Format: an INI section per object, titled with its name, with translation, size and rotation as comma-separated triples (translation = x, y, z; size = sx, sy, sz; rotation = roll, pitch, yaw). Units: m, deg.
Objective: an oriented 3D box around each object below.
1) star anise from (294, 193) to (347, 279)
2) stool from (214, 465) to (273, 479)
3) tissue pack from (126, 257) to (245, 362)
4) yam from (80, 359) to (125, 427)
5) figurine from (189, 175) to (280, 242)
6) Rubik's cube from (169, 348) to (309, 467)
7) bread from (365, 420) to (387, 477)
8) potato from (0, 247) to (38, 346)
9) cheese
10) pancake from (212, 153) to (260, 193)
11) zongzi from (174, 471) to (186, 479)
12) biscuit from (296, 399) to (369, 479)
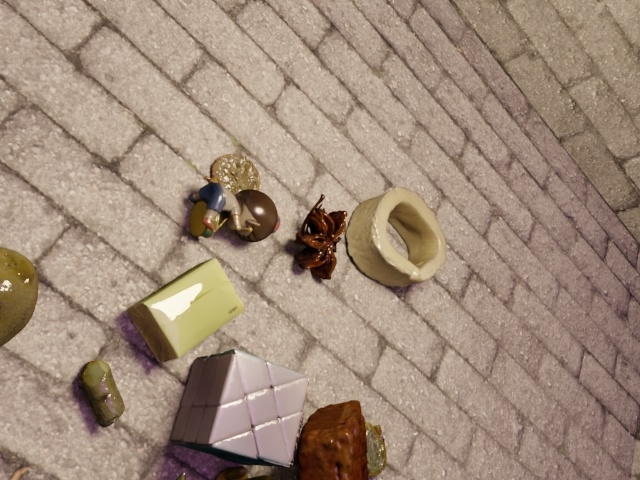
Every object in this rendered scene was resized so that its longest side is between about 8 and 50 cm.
[star anise]
translation = 0.000, 0.000, 1.897
size = 0.190, 0.126, 0.220
rotation = 39, 68, -38
[stool]
translation = -0.195, 0.616, 1.559
size = 0.134, 0.110, 0.135
rotation = -21, 91, -42
[tissue pack]
translation = -0.327, 0.169, 1.574
size = 0.234, 0.125, 0.159
rotation = -35, 100, -41
[yam]
translation = -0.489, 0.339, 1.428
size = 0.070, 0.070, 0.146
rotation = -22, 93, -41
[figurine]
translation = -0.217, -0.067, 1.726
size = 0.275, 0.158, 0.161
rotation = 12, 33, -36
[Rubik's cube]
translation = -0.192, 0.409, 1.538
size = 0.231, 0.225, 0.221
rotation = 26, 62, -26
[bread]
translation = 0.137, 0.611, 1.864
size = 0.117, 0.064, 0.156
rotation = -1, 79, -41
[potato]
translation = -0.680, 0.124, 1.286
size = 0.178, 0.160, 0.235
rotation = 37, 63, 3
[cheese]
translation = 0.255, 0.004, 2.085
size = 0.332, 0.153, 0.292
rotation = 41, 55, -21
[pancake]
translation = -0.240, -0.175, 1.813
size = 0.158, 0.028, 0.158
rotation = 9, 75, -37
[zongzi]
translation = -0.264, 0.687, 1.237
size = 0.174, 0.393, 0.356
rotation = -13, 58, -50
[biscuit]
translation = 0.042, 0.626, 1.606
size = 0.342, 0.166, 0.395
rotation = 20, 64, -84
